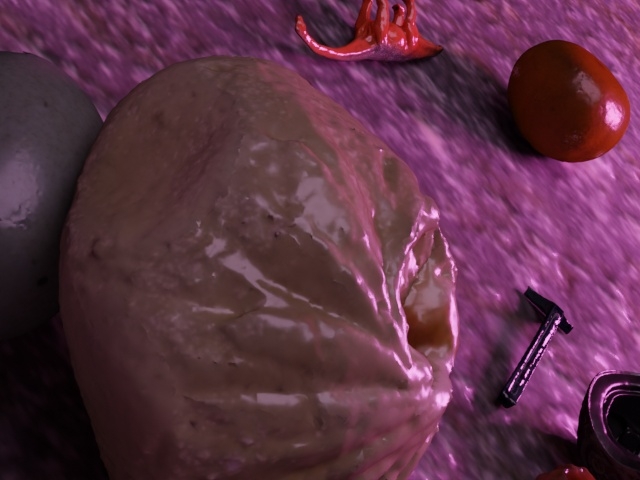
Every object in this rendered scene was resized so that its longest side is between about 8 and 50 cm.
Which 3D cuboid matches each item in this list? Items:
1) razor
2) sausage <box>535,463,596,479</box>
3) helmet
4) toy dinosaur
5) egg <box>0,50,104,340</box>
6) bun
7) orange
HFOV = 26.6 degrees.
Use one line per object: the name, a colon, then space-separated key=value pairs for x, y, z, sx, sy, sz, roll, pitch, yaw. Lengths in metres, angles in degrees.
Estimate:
razor: x=0.210 y=0.106 z=1.339 sx=0.066 sy=0.033 sz=0.190 roll=43 pitch=36 yaw=-1
sausage: x=0.270 y=0.377 z=1.085 sx=0.419 sy=0.094 sz=0.094 roll=66 pitch=11 yaw=27
helmet: x=0.315 y=0.212 z=1.281 sx=0.177 sy=0.107 sz=0.153 roll=27 pitch=39 yaw=7
toy dinosaur: x=0.062 y=-0.237 z=1.508 sx=0.279 sy=0.055 sz=0.101 roll=6 pitch=74 yaw=-44
egg: x=-0.226 y=-0.034 z=0.930 sx=0.169 sy=0.169 sz=0.236 roll=25 pitch=37 yaw=-25
bun: x=-0.022 y=0.047 z=0.916 sx=0.352 sy=0.227 sz=0.349 roll=49 pitch=40 yaw=-70
orange: x=0.291 y=-0.163 z=1.606 sx=0.156 sy=0.124 sz=0.156 roll=38 pitch=19 yaw=-15
